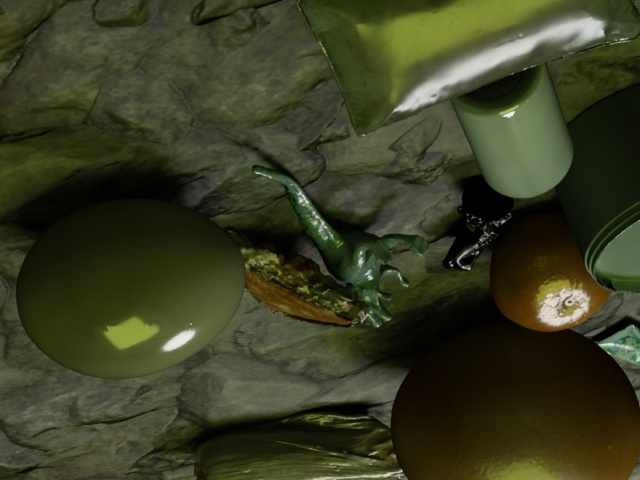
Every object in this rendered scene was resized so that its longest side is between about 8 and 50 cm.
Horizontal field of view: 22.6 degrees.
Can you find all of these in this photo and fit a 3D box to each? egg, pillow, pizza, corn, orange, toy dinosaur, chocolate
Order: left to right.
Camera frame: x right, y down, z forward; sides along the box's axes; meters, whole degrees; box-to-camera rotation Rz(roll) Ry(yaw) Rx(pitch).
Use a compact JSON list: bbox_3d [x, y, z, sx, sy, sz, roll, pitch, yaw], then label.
[{"bbox_3d":[-0.193,0.048,1.655,0.241,0.186,0.186,-7,150,-28],"label":"egg"},{"bbox_3d":[-0.047,0.039,1.834,0.185,0.052,0.195,3,154,47],"label":"pizza"},{"bbox_3d":[-0.028,0.320,2.267,0.305,0.123,0.122,-7,147,-18],"label":"corn"},{"bbox_3d":[0.046,-0.003,1.801,0.129,0.076,0.383,-3,146,17],"label":"toy dinosaur"},{"bbox_3d":[0.181,-0.019,1.875,0.072,0.070,0.147,-18,163,-18],"label":"chocolate"},{"bbox_3d":[0.146,-0.210,1.478,0.302,0.075,0.185,-20,131,8],"label":"pillow"},{"bbox_3d":[0.260,0.246,2.125,0.351,0.283,0.282,0,147,-24],"label":"egg"},{"bbox_3d":[0.278,0.035,1.943,0.154,0.134,0.155,-9,126,-12],"label":"orange"}]

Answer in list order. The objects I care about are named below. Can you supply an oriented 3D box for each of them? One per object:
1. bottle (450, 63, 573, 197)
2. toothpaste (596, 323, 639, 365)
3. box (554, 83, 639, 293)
[{"bbox_3d":[0.202,-0.117,1.659,0.104,0.104,0.245,-21,151,8],"label":"bottle"},{"bbox_3d":[0.513,0.173,2.377,0.075,0.048,0.297,-34,143,33],"label":"toothpaste"},{"bbox_3d":[0.386,-0.058,1.807,0.226,0.149,0.226,-13,151,-7],"label":"box"}]
